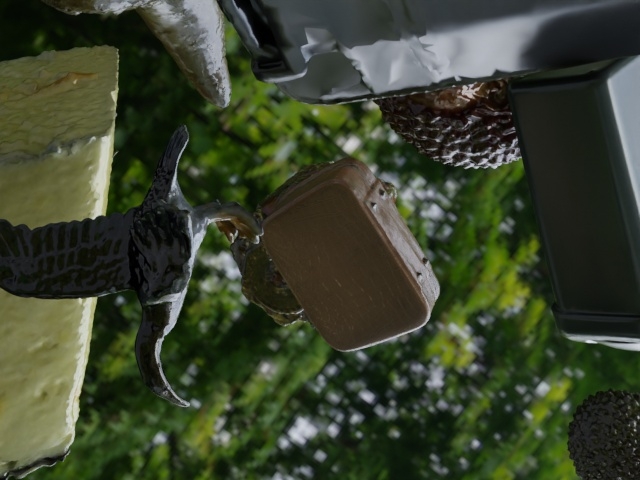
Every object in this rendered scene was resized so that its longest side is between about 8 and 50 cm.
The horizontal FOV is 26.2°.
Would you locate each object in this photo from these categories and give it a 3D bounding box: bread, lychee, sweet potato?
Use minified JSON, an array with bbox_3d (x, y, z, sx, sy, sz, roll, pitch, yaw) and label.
[{"bbox_3d":[-0.353,0.048,1.250,0.242,0.345,0.405,-114,-155,-65],"label":"bread"},{"bbox_3d":[0.174,0.119,0.760,0.068,0.083,0.067,-62,-167,-20],"label":"lychee"},{"bbox_3d":[0.130,-0.160,1.255,0.188,0.188,0.188,-42,-157,23],"label":"lychee"},{"bbox_3d":[-0.168,-0.243,1.348,0.098,0.310,0.124,39,-83,38],"label":"sweet potato"}]

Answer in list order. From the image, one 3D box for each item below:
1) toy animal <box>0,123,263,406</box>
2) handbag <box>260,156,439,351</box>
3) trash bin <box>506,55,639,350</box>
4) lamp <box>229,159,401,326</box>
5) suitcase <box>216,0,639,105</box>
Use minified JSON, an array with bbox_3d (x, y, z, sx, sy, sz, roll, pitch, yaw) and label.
[{"bbox_3d":[-0.114,0.022,1.035,0.160,0.197,0.272,-41,-160,-28],"label":"toy animal"},{"bbox_3d":[0.028,0.022,1.491,0.151,0.193,0.072,-28,-164,26],"label":"handbag"},{"bbox_3d":[0.230,-0.034,1.001,0.101,0.236,0.176,1,-155,44],"label":"trash bin"},{"bbox_3d":[0.000,0.000,1.723,0.177,0.177,0.274,-39,-178,29],"label":"lamp"},{"bbox_3d":[0.124,-0.237,0.842,0.433,0.283,0.194,-9,-124,17],"label":"suitcase"}]
